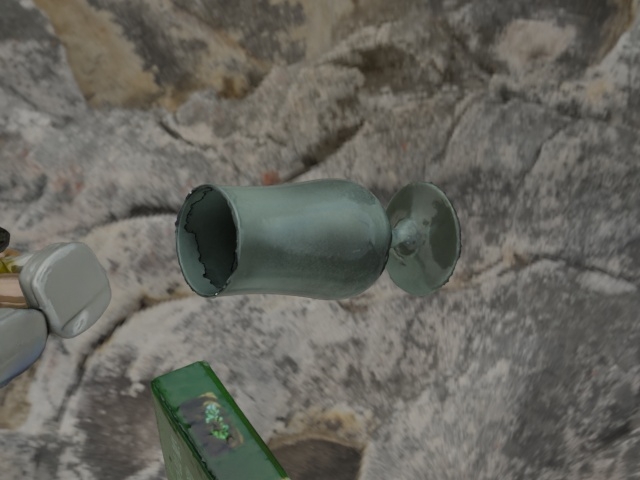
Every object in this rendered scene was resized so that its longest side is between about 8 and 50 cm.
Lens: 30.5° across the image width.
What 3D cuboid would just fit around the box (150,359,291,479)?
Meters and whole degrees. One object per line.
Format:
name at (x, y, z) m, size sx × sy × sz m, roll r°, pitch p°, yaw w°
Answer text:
box at (-0.007, 0.170, 0.502) m, size 0.034 × 0.132 × 0.235 m, roll -21°, pitch 42°, yaw -22°

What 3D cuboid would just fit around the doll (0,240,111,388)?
doll at (-0.420, 0.073, 1.213) m, size 0.423 × 0.348 × 0.161 m, roll -5°, pitch 104°, yaw 12°

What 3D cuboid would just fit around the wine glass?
wine glass at (0.000, 0.000, 0.954) m, size 0.103 × 0.231 × 0.103 m, roll 3°, pitch 94°, yaw 50°

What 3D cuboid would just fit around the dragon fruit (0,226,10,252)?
dragon fruit at (-0.357, -0.050, 0.865) m, size 0.193 × 0.274 × 0.192 m, roll 3°, pitch 85°, yaw 25°
